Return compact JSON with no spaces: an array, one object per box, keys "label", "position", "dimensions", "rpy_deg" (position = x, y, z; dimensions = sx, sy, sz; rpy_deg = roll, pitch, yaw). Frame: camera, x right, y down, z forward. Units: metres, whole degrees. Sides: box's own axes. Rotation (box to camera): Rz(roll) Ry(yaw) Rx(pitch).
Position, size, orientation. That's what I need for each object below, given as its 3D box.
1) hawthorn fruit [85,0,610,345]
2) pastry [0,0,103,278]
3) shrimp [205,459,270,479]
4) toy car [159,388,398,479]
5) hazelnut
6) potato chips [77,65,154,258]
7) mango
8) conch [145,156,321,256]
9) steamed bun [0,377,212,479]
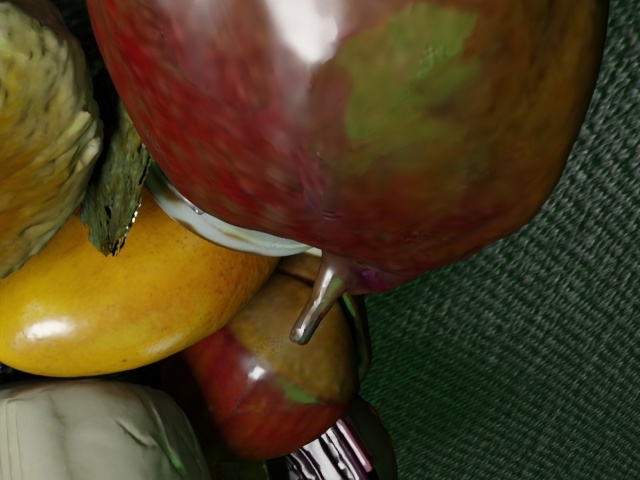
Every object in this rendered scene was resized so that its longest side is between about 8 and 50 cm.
[{"label":"hawthorn fruit","position":[0.023,-0.139,0.930],"dimensions":[0.308,0.324,0.308],"rpy_deg":[-28,-179,1]},{"label":"pastry","position":[-0.272,-0.047,0.962],"dimensions":[0.330,0.136,0.329],"rpy_deg":[-28,157,-13]},{"label":"shrimp","position":[-0.177,0.247,1.478],"dimensions":[0.294,0.154,0.062],"rpy_deg":[-28,167,10]},{"label":"toy car","position":[-0.086,0.257,1.610],"dimensions":[0.341,0.271,0.240],"rpy_deg":[-31,179,9]},{"label":"hazelnut","position":[-0.043,0.086,1.379],"dimensions":[0.181,0.181,0.212],"rpy_deg":[78,28,-42]},{"label":"potato chips","position":[-0.137,-0.045,1.069],"dimensions":[0.026,0.209,0.142],"rpy_deg":[-1,126,-18]},{"label":"mango","position":[-0.137,0.018,1.228],"dimensions":[0.252,0.154,0.126],"rpy_deg":[-31,149,-33]},{"label":"conch","position":[-0.022,-0.064,1.160],"dimensions":[0.182,0.275,0.149],"rpy_deg":[-63,-159,-13]},{"label":"steamed bun","position":[-0.211,0.239,1.318],"dimensions":[0.236,0.247,0.383],"rpy_deg":[4,157,-43]}]
